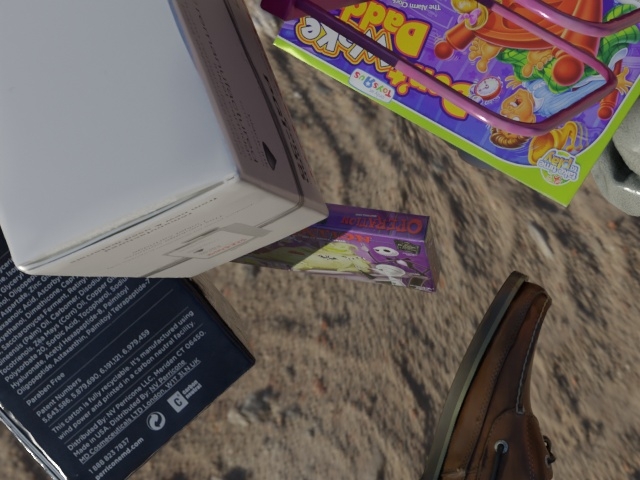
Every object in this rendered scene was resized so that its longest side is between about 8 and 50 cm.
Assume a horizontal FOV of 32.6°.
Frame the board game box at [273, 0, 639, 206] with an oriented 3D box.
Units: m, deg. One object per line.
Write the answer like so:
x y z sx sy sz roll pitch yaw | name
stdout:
0.160 -0.222 1.111 0.347 0.078 0.233 28 110 -1 | board game box

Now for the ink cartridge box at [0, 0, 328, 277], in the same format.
-0.100 -0.093 0.625 0.117 0.283 0.207 -23 85 7 | ink cartridge box

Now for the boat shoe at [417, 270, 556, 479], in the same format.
0.144 0.180 0.918 0.104 0.111 0.307 21 81 17 | boat shoe

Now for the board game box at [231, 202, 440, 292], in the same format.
0.000 0.000 1.648 0.346 0.208 0.056 8 65 15 | board game box

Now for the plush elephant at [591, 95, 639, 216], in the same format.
0.436 -0.180 1.310 0.329 0.272 0.256 -3 69 -5 | plush elephant

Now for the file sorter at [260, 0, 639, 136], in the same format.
0.135 -0.229 0.606 0.182 0.202 0.291 34 122 17 | file sorter

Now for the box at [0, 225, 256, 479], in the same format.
-0.356 0.055 1.539 0.297 0.480 0.472 -42 97 -3 | box

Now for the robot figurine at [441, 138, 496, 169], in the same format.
0.230 -0.247 1.657 0.200 0.300 0.353 -46 71 10 | robot figurine
